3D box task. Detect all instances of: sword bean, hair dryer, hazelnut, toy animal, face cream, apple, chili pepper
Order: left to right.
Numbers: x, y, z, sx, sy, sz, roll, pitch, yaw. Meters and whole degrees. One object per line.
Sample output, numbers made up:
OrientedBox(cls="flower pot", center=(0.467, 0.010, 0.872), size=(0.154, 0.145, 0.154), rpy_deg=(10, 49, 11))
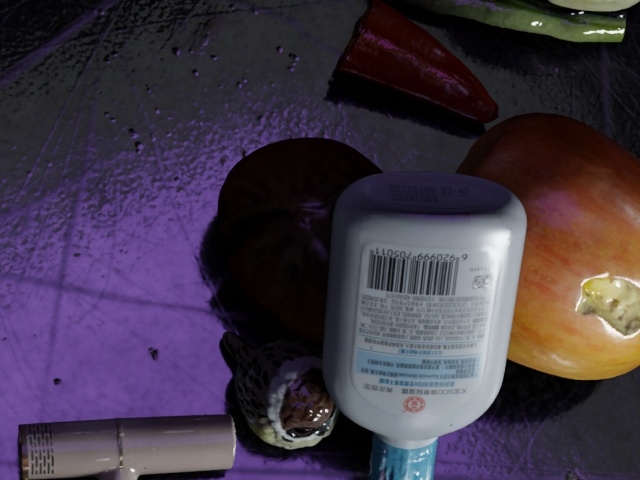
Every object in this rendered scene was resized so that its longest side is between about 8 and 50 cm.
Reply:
OrientedBox(cls="hair dryer", center=(-0.166, 0.267, 1.612), size=(0.195, 0.053, 0.220), rpy_deg=(-3, 75, -12))
OrientedBox(cls="toy animal", center=(-0.039, 0.127, 1.656), size=(0.098, 0.098, 0.137), rpy_deg=(-40, 83, -18))
OrientedBox(cls="hazelnut", center=(0.000, 0.000, 1.663), size=(0.178, 0.178, 0.204), rpy_deg=(-12, 78, -14))
OrientedBox(cls="face cream", center=(0.084, 0.096, 1.578), size=(0.163, 0.336, 0.080), rpy_deg=(2, 36, -1))
OrientedBox(cls="chili pepper", center=(0.104, -0.164, 1.790), size=(0.169, 0.065, 0.088), rpy_deg=(29, 71, -5))
OrientedBox(cls="sword bean", center=(0.183, -0.239, 1.837), size=(0.269, 0.038, 0.043), rpy_deg=(10, 60, -7))
OrientedBox(cls="apple", center=(0.229, 0.007, 1.666), size=(0.241, 0.242, 0.242), rpy_deg=(29, 71, -4))

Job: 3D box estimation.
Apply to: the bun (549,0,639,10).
OrientedBox(cls="bun", center=(0.255, -0.336, 1.829), size=(0.229, 0.145, 0.229), rpy_deg=(1, 86, -23))
